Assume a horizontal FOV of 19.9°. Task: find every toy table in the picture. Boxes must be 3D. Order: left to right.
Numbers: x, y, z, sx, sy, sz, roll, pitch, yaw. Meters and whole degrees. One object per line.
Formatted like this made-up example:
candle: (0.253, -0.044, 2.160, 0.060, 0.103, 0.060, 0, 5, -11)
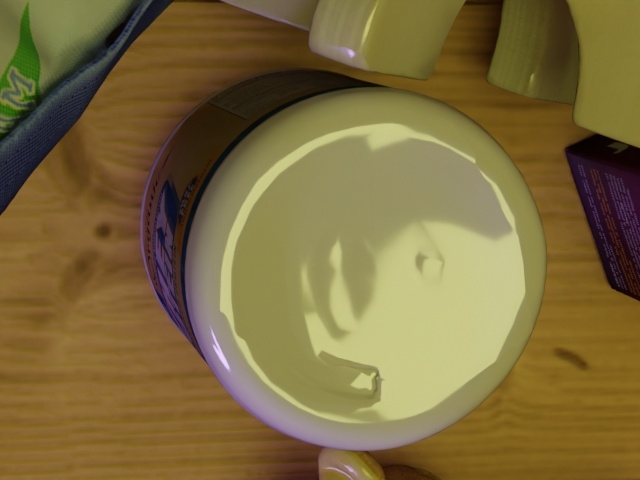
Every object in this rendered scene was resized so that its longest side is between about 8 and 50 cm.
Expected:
toy table: (0.081, -0.143, 0.777, 0.252, 0.274, 0.161, 6, 106, -53)

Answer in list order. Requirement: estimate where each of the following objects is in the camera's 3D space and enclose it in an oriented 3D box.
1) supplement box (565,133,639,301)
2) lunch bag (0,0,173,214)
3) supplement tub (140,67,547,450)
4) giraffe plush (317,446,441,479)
supplement box: (0.200, -0.016, 0.836, 0.104, 0.188, 0.081, -23, 103, -9)
lunch bag: (-0.228, -0.167, 0.613, 0.385, 0.239, 0.328, 36, 54, -5)
supplement tub: (0.000, 0.000, 0.786, 0.144, 0.200, 0.144, -2, 98, -13)
giraffe plush: (0.053, 0.177, 0.859, 0.170, 0.210, 0.181, 32, 94, 13)
